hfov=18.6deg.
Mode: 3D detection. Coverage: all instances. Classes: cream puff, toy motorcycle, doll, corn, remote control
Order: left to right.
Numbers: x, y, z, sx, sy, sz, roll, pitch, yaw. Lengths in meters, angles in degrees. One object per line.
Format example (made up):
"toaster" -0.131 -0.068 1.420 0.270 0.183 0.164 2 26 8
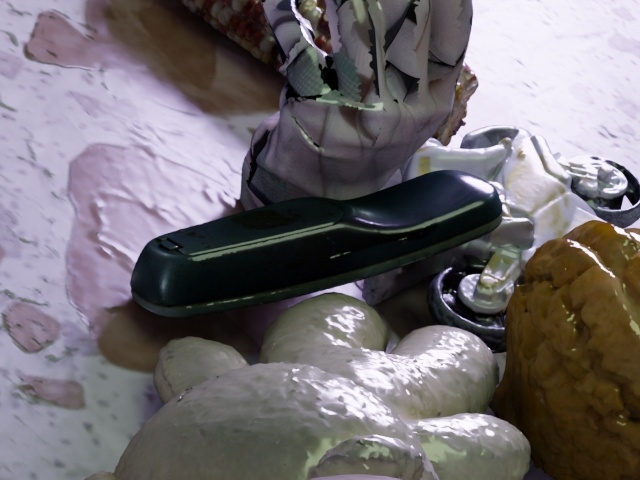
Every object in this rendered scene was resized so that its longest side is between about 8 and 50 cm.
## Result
"corn" -0.007 -0.138 1.276 0.237 0.079 0.079 33 34 7
"remote control" 0.000 0.000 1.077 0.222 0.042 0.072 -15 22 -27
"doll" 0.008 0.107 0.955 0.149 0.175 0.278 69 25 -11
"toy motorcycle" 0.103 -0.013 1.196 0.151 0.074 0.229 32 42 17
"cream puff" 0.167 0.078 1.049 0.129 0.189 0.189 -40 70 -15

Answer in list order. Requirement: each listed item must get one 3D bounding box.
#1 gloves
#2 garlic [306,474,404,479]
"gloves" 0.029 -0.101 1.128 0.128 0.212 0.111 6 41 -32
"garlic" 0.000 0.238 0.653 0.322 0.241 0.322 37 29 -25
